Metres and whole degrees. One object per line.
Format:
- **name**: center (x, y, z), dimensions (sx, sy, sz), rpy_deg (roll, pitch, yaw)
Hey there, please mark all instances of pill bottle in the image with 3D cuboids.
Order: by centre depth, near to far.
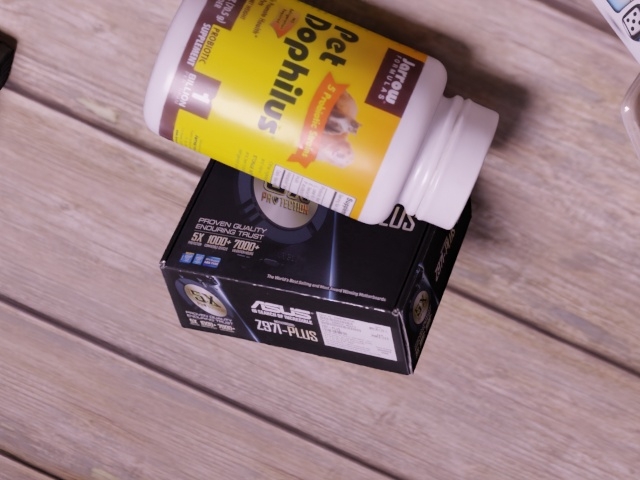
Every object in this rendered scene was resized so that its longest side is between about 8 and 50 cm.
- **pill bottle**: center (0.002, -0.086, 1.102), dimensions (0.215, 0.117, 0.117), rpy_deg (23, 147, 0)

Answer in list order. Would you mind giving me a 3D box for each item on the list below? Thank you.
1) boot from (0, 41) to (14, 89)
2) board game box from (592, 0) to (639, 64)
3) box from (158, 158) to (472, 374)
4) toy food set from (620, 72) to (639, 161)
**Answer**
- **boot**: center (-0.324, -0.116, 1.310), dimensions (0.137, 0.077, 0.198), rpy_deg (31, 133, -3)
- **board game box**: center (0.181, -0.219, 0.866), dimensions (0.193, 0.053, 0.305), rpy_deg (-14, 132, 42)
- **box**: center (0.000, 0.000, 1.196), dimensions (0.180, 0.147, 0.077), rpy_deg (11, 145, 19)
- **toy food set**: center (0.353, -0.025, 0.997), dimensions (0.306, 0.092, 0.219), rpy_deg (-1, 139, 32)
